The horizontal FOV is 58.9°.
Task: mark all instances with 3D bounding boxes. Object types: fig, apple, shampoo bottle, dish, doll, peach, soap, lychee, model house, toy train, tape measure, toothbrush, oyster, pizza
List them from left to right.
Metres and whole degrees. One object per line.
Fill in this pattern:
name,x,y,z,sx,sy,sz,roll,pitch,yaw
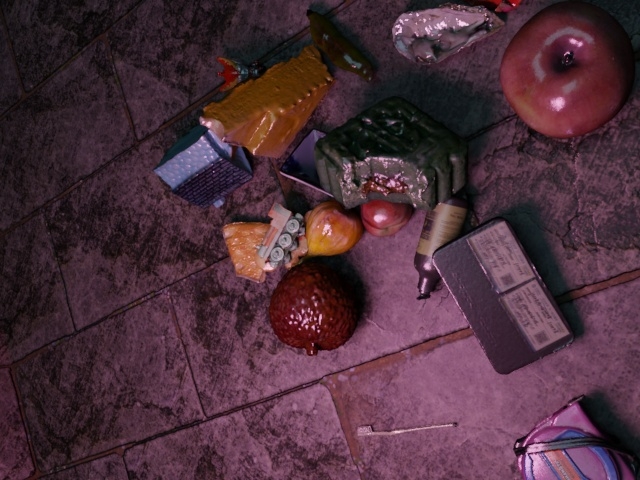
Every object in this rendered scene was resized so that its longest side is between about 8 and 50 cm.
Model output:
model house,-0.331,-0.247,1.796,0.261,0.226,0.241,-27,115,29
doll,-0.251,-0.532,1.807,0.169,0.057,0.109,3,108,15
pizza,-0.222,0.029,1.769,0.204,0.080,0.188,15,81,17
soap,-0.138,-0.417,1.604,0.169,0.304,0.339,44,109,17
toy train,-0.120,-0.010,1.648,0.118,0.074,0.176,29,90,22
lychee,-0.019,0.189,1.574,0.260,0.260,0.260,0,90,28
fig,0.000,0.000,1.610,0.257,0.159,0.159,-44,71,17
dish,0.029,-0.203,1.622,0.243,0.080,0.182,26,68,28
peach,0.164,-0.089,1.538,0.152,0.152,0.152,0,90,28
toothbrush,0.231,0.520,1.558,0.294,0.026,0.028,-12,84,27
shampoo bottle,0.304,0.019,1.479,0.101,0.101,0.284,18,98,27
oyster,0.317,-0.556,1.484,0.252,0.087,0.199,-38,82,30
apple,0.549,-0.384,1.276,0.306,0.235,0.306,-1,88,27
tape measure,0.587,0.513,1.308,0.245,0.149,0.231,-39,70,15

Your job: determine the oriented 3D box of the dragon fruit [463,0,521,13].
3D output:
dragon fruit,0.409,-0.768,1.361,0.371,0.249,0.386,-10,83,32

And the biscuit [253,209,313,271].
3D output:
biscuit,-0.091,0.017,1.686,0.234,0.030,0.153,-25,76,3

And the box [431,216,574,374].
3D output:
box,0.440,0.133,1.380,0.211,0.058,0.350,-29,88,12

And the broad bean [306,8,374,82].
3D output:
broad bean,0.043,-0.566,1.644,0.077,0.061,0.339,-41,72,9

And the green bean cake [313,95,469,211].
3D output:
green bean cake,0.173,-0.197,1.420,0.300,0.169,0.308,-35,53,-14
